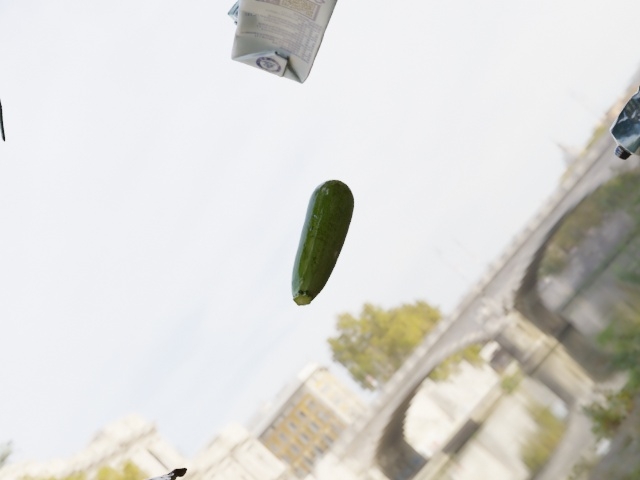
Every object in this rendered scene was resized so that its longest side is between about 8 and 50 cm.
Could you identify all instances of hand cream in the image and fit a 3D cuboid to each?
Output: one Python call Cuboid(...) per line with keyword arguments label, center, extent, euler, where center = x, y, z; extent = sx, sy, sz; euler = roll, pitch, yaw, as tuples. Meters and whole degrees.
Cuboid(label="hand cream", center=(0.363, -0.183, 1.217), extent=(0.075, 0.052, 0.248), euler=(-94, 24, -53))

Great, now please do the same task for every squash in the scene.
Cuboid(label="squash", center=(0.000, 0.000, 1.672), extent=(0.066, 0.066, 0.201), euler=(112, 177, -61))

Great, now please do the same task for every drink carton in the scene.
Cuboid(label="drink carton", center=(-0.026, -0.296, 1.335), extent=(0.315, 0.107, 0.130), euler=(124, 165, -75))

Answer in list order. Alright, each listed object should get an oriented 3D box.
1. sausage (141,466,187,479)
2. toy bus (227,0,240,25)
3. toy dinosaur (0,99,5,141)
Cuboid(label="sausage", center=(-0.186, 0.313, 1.004), extent=(0.112, 0.112, 0.328), euler=(121, 172, -46))
Cuboid(label="toy bus", center=(-0.079, -0.271, 1.545), extent=(0.031, 0.083, 0.037), euler=(-52, 24, -4))
Cuboid(label="toy dinosaur", center=(-0.403, 0.003, 1.227), extent=(0.147, 0.076, 0.363), euler=(168, 121, -74))
